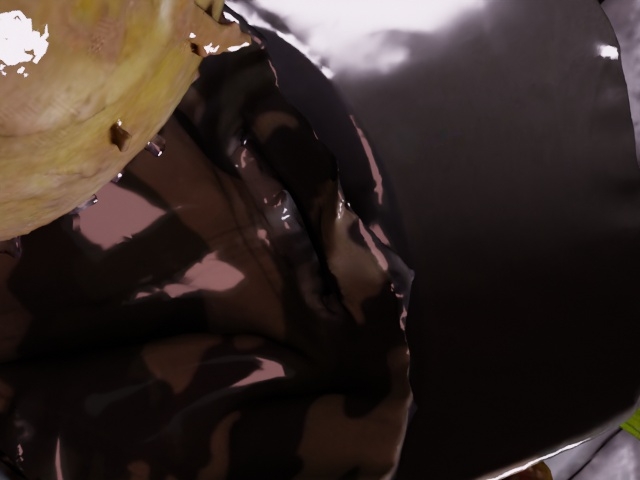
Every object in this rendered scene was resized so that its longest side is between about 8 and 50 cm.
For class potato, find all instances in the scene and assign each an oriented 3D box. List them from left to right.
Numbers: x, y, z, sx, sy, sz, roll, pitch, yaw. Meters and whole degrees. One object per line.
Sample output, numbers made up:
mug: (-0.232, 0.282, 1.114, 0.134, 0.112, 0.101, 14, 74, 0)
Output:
potato: (-0.192, -0.126, 0.655, 0.301, 0.237, 0.288, 35, 91, 3)

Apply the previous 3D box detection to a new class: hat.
hat: (0.000, 0.000, 0.892, 0.382, 0.257, 0.366, -9, 85, -48)

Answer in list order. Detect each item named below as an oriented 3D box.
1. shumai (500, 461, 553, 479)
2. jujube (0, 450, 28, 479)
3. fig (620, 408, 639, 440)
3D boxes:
shumai: (0.044, 0.246, 0.912, 0.330, 0.288, 0.292, 1, 112, -20)
jujube: (-0.269, 0.153, 0.821, 0.226, 0.226, 0.317, -46, 117, 4)
fig: (0.279, 0.089, 1.010, 0.233, 0.167, 0.167, 33, 100, 3)
